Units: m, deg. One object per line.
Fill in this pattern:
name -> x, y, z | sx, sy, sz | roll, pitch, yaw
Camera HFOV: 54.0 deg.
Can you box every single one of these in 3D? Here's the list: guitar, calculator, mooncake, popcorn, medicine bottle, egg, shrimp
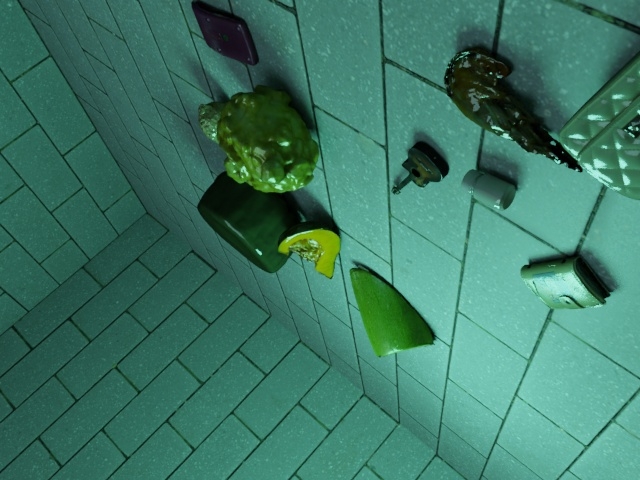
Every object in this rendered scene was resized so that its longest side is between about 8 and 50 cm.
guitar -> 0.194, -0.136, 1.324 | 0.088, 0.025, 0.233 | 45, 162, 0
calculator -> -0.229, -0.486, 1.484 | 0.190, 0.034, 0.126 | 32, 155, 32
mooncake -> -0.225, -0.067, 2.049 | 0.356, 0.194, 0.356 | 40, 168, 10
popcorn -> -0.129, -0.222, 1.519 | 0.250, 0.235, 0.242 | 60, -171, 16
medicine bottle -> 0.304, -0.093, 1.139 | 0.089, 0.052, 0.052 | 32, 157, 33
egg -> -0.292, -0.337, 1.787 | 0.118, 0.116, 0.140 | 12, 154, 7
shrimp -> 0.291, -0.191, 0.951 | 0.262, 0.066, 0.117 | 37, 159, 18

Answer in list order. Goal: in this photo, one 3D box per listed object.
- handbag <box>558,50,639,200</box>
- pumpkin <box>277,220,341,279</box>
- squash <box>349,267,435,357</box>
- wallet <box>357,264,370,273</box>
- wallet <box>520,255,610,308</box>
handbag -> 0.432, -0.125, 0.749 | 0.219, 0.079, 0.256 | 42, 155, 7
pumpkin -> 0.001, -0.002, 1.912 | 0.278, 0.163, 0.111 | 32, -141, -42
squash -> 0.225, 0.195, 1.903 | 0.111, 0.203, 0.289 | 124, 134, -69
wallet -> 0.142, 0.109, 1.945 | 0.044, 0.011, 0.083 | 29, 155, 40
wallet -> 0.461, 0.086, 1.195 | 0.110, 0.039, 0.155 | 49, 162, -6
